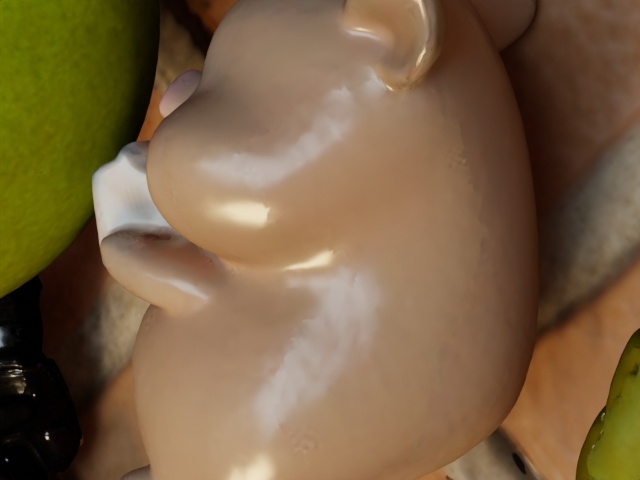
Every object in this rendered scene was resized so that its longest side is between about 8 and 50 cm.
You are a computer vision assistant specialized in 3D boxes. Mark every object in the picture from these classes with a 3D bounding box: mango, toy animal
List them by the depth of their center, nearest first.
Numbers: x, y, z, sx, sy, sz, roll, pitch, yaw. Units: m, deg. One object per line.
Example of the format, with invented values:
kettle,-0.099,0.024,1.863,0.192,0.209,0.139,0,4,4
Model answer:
toy animal,-0.002,-0.004,0.672,0.213,0.195,0.256,-2,104,19
mango,-0.177,-0.071,0.710,0.273,0.185,0.149,-47,41,11

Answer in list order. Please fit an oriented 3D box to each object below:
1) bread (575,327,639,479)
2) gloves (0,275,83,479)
bread,0.242,-0.014,0.561,0.166,0.112,0.383,28,104,26
gloves,-0.210,0.117,0.850,0.164,0.124,0.203,-15,75,49
